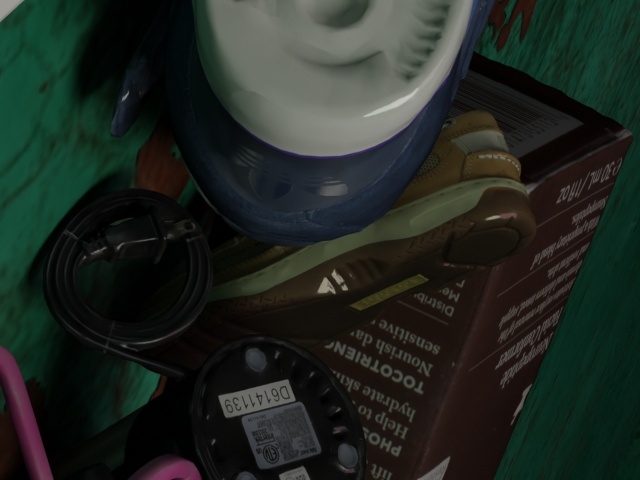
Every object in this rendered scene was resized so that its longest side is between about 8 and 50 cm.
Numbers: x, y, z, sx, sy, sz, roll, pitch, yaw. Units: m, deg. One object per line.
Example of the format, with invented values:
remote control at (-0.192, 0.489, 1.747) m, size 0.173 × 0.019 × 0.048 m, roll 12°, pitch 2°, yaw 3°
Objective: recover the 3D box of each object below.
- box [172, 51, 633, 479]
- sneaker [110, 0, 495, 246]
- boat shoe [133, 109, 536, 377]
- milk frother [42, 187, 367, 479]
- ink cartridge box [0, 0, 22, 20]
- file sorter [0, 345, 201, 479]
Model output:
box at (0.013, 0.100, 0.944) m, size 0.191 × 0.143 × 0.381 m, roll -27°, pitch 140°, yaw -63°
sneaker at (0.021, -0.155, 0.707) m, size 0.236 × 0.130 × 0.323 m, roll 115°, pitch -8°, yaw -77°
boat shoe at (0.000, 0.000, 0.795) m, size 0.068 × 0.190 × 0.072 m, roll 40°, pitch 32°, yaw -59°
milk frother at (-0.074, 0.070, 0.751) m, size 0.129 × 0.143 × 0.134 m, roll 11°, pitch 150°, yaw -37°
ink cartridge box at (-0.050, -0.190, 0.351) m, size 0.353 × 0.119 × 0.207 m, roll -56°, pitch 162°, yaw -52°
file sorter at (-0.081, 0.164, 0.534) m, size 0.202 × 0.290 × 0.182 m, roll -53°, pitch 156°, yaw -31°
